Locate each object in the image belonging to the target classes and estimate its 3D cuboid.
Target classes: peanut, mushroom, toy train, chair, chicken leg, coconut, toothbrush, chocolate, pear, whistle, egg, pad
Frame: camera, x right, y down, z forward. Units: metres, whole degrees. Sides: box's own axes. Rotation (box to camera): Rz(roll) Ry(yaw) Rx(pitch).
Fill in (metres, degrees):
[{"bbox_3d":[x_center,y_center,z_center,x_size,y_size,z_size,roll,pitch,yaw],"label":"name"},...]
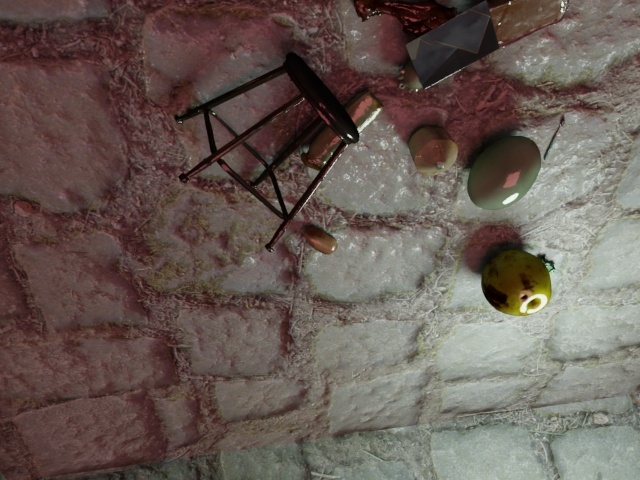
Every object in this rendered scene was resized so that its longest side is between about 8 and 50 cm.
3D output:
[{"bbox_3d":[0.000,0.000,2.080,0.152,0.076,0.076,32,119,-29],"label":"peanut"},{"bbox_3d":[0.063,-0.339,1.790,0.100,0.081,0.312,29,116,-38],"label":"mushroom"},{"bbox_3d":[0.946,0.114,2.411,0.122,0.050,0.081,27,128,-33],"label":"toy train"},{"bbox_3d":[-0.135,-0.287,1.622,0.410,0.362,0.364,-38,128,14],"label":"chair"},{"bbox_3d":[0.232,-0.626,1.571,0.304,0.093,0.113,12,111,-12],"label":"chicken leg"},{"bbox_3d":[0.366,-0.287,1.849,0.146,0.153,0.147,-5,132,-5],"label":"coconut"},{"bbox_3d":[0.814,-0.349,1.986,0.011,0.014,0.167,12,130,0],"label":"toothbrush"},{"bbox_3d":[0.564,-0.655,1.614,0.253,0.080,0.157,-21,146,8],"label":"chocolate"},{"bbox_3d":[0.782,0.175,2.282,0.283,0.284,0.284,-6,132,-7],"label":"pear"},{"bbox_3d":[0.330,-0.524,1.671,0.244,0.092,0.110,-35,128,21],"label":"whistle"},{"bbox_3d":[0.618,-0.226,1.925,0.202,0.203,0.283,23,122,-29],"label":"egg"},{"bbox_3d":[0.373,-0.542,1.596,0.242,0.004,0.164,-27,133,11],"label":"pad"}]
